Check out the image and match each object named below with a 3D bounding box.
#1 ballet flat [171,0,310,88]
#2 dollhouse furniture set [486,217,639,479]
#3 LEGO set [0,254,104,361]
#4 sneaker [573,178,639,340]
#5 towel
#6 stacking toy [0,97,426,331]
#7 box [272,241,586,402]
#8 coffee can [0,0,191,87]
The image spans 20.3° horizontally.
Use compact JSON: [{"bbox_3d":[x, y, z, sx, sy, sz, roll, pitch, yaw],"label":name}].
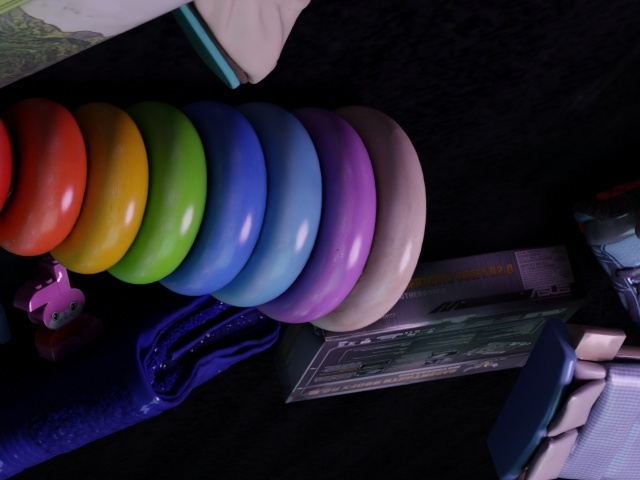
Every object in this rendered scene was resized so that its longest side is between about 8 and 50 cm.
[{"bbox_3d":[-0.057,-0.147,0.801,0.086,0.086,0.248,-16,162,10],"label":"ballet flat"},{"bbox_3d":[0.319,0.147,1.330,0.286,0.198,0.303,8,129,-21],"label":"dollhouse furniture set"},{"bbox_3d":[-0.270,0.063,1.222,0.087,0.093,0.227,15,-145,42],"label":"LEGO set"},{"bbox_3d":[0.279,0.026,1.410,0.104,0.125,0.262,-20,160,18],"label":"sneaker"},{"bbox_3d":[-0.203,0.118,1.361,0.308,0.076,0.227,-24,-179,24],"label":"towel"},{"bbox_3d":[-0.105,-0.029,1.021,0.330,0.141,0.141,7,153,-34],"label":"stacking toy"},{"bbox_3d":[0.089,0.072,1.524,0.231,0.056,0.183,-8,161,-14],"label":"box"},{"bbox_3d":[-0.079,-0.161,0.534,0.275,0.201,0.201,-21,159,23],"label":"coffee can"}]
